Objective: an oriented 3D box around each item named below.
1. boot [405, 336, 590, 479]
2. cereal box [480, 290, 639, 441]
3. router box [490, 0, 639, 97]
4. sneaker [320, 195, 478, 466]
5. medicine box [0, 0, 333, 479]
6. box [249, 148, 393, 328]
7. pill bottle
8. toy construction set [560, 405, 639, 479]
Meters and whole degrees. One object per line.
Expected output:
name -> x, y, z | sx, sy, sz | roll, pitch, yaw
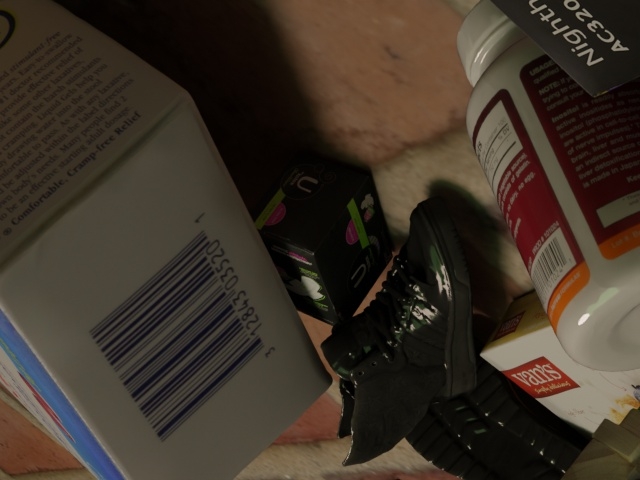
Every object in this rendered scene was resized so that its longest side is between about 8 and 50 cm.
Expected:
boot -> 0.131, 0.127, 0.988 | 0.198, 0.077, 0.137 | 47, -164, 33
cereal box -> 0.220, 0.103, 0.849 | 0.240, 0.047, 0.173 | 37, 158, -7
router box -> 0.062, -0.199, 0.463 | 0.309, 0.081, 0.243 | 41, 155, -13
sneaker -> 0.041, 0.055, 0.901 | 0.051, 0.089, 0.170 | -109, 6, -49
medicine box -> -0.166, -0.010, 0.930 | 0.289, 0.149, 0.263 | 35, 160, 38
box -> 0.000, 0.000, 0.919 | 0.052, 0.062, 0.083 | 23, 154, 27
pill bottle -> 0.110, -0.032, 0.625 | 0.086, 0.086, 0.152 | 83, 169, -59
toy construction set -> 0.220, 0.199, 0.748 | 0.328, 0.151, 0.215 | 56, 168, -21
